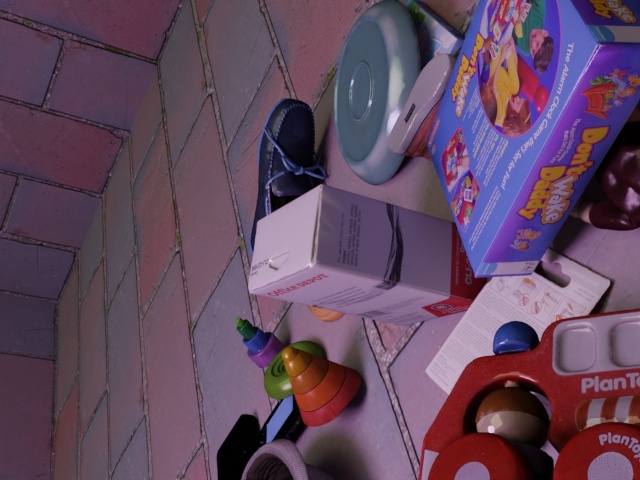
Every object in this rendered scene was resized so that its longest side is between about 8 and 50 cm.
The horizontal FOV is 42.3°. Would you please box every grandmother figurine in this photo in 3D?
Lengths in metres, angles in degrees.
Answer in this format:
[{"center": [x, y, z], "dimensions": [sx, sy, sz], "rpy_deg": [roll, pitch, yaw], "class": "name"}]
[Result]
[{"center": [0.333, -0.097, 0.896], "dimensions": [0.342, 0.103, 0.208], "rpy_deg": [-111, 15, -45], "class": "grandmother figurine"}]

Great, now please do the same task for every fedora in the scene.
[{"center": [-0.034, 0.446, 1.311], "dimensions": [0.275, 0.124, 0.244], "rpy_deg": [23, 98, 64], "class": "fedora"}]

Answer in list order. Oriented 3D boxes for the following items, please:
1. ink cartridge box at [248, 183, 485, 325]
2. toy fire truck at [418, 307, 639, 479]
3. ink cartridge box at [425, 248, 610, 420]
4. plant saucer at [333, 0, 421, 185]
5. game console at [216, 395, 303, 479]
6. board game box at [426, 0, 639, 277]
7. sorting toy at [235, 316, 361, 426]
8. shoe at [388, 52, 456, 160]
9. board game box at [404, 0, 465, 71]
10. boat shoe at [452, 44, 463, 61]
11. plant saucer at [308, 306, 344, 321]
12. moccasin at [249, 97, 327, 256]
[{"center": [0.063, 0.030, 1.153], "dimensions": [0.197, 0.272, 0.114], "rpy_deg": [-25, 56, 57], "class": "ink cartridge box"}, {"center": [0.243, 0.188, 0.805], "dimensions": [0.302, 0.169, 0.254], "rpy_deg": [-13, 47, 34], "class": "toy fire truck"}, {"center": [0.248, 0.122, 1.022], "dimensions": [0.225, 0.056, 0.181], "rpy_deg": [-54, 29, 3], "class": "ink cartridge box"}, {"center": [0.084, -0.255, 1.424], "dimensions": [0.317, 0.043, 0.318], "rpy_deg": [-178, 90, -71], "class": "plant saucer"}, {"center": [-0.107, 0.378, 1.562], "dimensions": [0.361, 0.043, 0.213], "rpy_deg": [-58, 27, 28], "class": "game console"}, {"center": [0.230, -0.154, 0.938], "dimensions": [0.347, 0.078, 0.233], "rpy_deg": [106, 157, -49], "class": "board game box"}, {"center": [-0.070, 0.200, 1.450], "dimensions": [0.127, 0.126, 0.365], "rpy_deg": [-46, 24, -12], "class": "sorting toy"}, {"center": [0.177, -0.198, 1.250], "dimensions": [0.178, 0.081, 0.064], "rpy_deg": [-61, 30, 35], "class": "shoe"}, {"center": [0.161, -0.295, 1.375], "dimensions": [0.160, 0.039, 0.211], "rpy_deg": [-64, 30, 24], "class": "board game box"}, {"center": [0.233, -0.274, 1.217], "dimensions": [0.152, 0.056, 0.049], "rpy_deg": [-17, 57, 49], "class": "boat shoe"}, {"center": [0.016, 0.046, 1.500], "dimensions": [0.200, 0.037, 0.200], "rpy_deg": [-36, 48, 53], "class": "plant saucer"}, {"center": [-0.053, -0.104, 1.636], "dimensions": [0.117, 0.137, 0.342], "rpy_deg": [32, 120, 58], "class": "moccasin"}]
